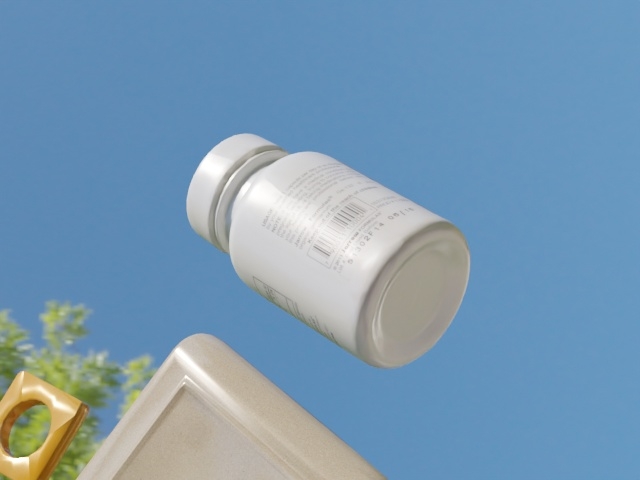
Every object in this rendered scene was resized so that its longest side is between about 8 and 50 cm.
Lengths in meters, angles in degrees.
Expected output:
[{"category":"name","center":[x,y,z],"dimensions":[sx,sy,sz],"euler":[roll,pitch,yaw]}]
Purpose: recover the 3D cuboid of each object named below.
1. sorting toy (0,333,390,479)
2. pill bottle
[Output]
[{"category":"sorting toy","center":[-0.072,0.173,0.864],"dimensions":[0.196,0.348,0.047],"euler":[-50,-38,-5]},{"category":"pill bottle","center":[0.000,0.000,1.237],"dimensions":[0.131,0.229,0.131],"euler":[-28,-47,-35]}]
